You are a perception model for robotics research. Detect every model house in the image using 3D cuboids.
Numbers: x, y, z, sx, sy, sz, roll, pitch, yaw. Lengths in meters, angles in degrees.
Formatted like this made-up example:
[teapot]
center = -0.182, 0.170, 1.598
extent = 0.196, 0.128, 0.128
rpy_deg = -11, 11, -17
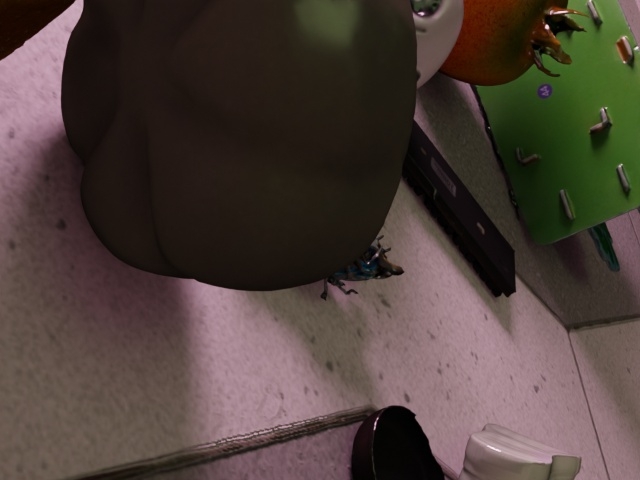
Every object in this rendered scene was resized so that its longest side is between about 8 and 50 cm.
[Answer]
[model house]
center = 0.428, -0.144, 1.363
extent = 0.312, 0.242, 0.358
rpy_deg = 17, 50, -54

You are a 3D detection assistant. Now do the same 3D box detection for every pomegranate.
[pomegranate]
center = 0.227, -0.301, 1.179
extent = 0.256, 0.221, 0.220
rpy_deg = 41, 20, 29

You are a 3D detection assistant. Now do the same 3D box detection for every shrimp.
[shrimp]
center = -0.003, 0.003, 0.778
extent = 0.174, 0.076, 0.082
rpy_deg = 31, 1, -35

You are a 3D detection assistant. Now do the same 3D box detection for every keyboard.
[keyboard]
center = 0.135, -0.066, 1.058
extent = 0.317, 0.027, 0.106
rpy_deg = 50, 29, -19

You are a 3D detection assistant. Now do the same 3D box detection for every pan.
[pan]
center = 0.054, 0.212, 0.695
extent = 0.115, 0.040, 0.212
rpy_deg = 57, 24, -10

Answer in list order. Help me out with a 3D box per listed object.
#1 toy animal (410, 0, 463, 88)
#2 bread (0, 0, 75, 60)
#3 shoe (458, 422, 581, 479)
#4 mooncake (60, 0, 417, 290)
[toy animal]
center = 0.056, -0.248, 0.940
extent = 0.187, 0.165, 0.235
rpy_deg = 17, 37, 4
[bread]
center = -0.204, -0.134, 0.536
extent = 0.035, 0.094, 0.090
rpy_deg = 61, 28, -3
[shoe]
center = 0.172, 0.234, 0.829
extent = 0.265, 0.095, 0.110
rpy_deg = 29, 78, -64
[mooncake]
center = -0.064, -0.099, 0.562
extent = 0.135, 0.275, 0.275
rpy_deg = -7, 71, -41
